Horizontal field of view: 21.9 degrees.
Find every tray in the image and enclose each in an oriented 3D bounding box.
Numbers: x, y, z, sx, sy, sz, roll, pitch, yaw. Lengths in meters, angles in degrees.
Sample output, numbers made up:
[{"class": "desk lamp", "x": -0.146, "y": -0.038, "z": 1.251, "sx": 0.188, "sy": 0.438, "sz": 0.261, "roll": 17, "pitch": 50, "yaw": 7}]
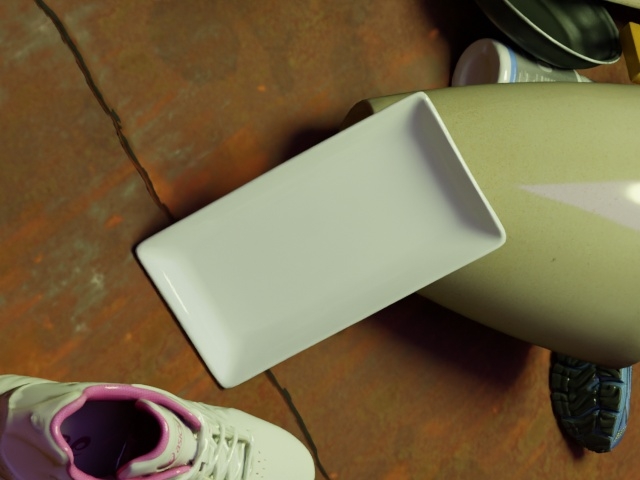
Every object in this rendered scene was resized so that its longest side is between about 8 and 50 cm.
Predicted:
[{"class": "tray", "x": 0.000, "y": 0.000, "z": 1.333, "sx": 0.145, "sy": 0.270, "sz": 0.030, "roll": 59, "pitch": 13, "yaw": -12}]

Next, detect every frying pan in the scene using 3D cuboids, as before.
[{"class": "frying pan", "x": 0.225, "y": -0.253, "z": 1.613, "sx": 0.197, "sy": 0.053, "sz": 0.326, "roll": 43, "pitch": 29, "yaw": 1}]

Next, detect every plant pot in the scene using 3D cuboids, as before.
[{"class": "plant pot", "x": 0.151, "y": -0.033, "z": 1.437, "sx": 0.274, "sy": 0.256, "sz": 0.257, "roll": 10, "pitch": 76, "yaw": -17}]

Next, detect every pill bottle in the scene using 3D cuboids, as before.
[{"class": "pill bottle", "x": 0.199, "y": -0.138, "z": 1.565, "sx": 0.137, "sy": 0.078, "sz": 0.078, "roll": 14, "pitch": 75, "yaw": -34}]

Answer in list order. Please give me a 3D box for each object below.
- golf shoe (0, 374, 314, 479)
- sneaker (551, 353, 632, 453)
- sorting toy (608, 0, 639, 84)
[{"class": "golf shoe", "x": -0.115, "y": 0.169, "z": 1.254, "sx": 0.306, "sy": 0.140, "sz": 0.115, "roll": 12, "pitch": 74, "yaw": -35}, {"class": "sneaker", "x": 0.281, "y": 0.095, "z": 1.590, "sx": 0.087, "sy": 0.083, "sz": 0.221, "roll": 14, "pitch": 78, "yaw": -41}, {"class": "sorting toy", "x": 0.347, "y": -0.270, "z": 1.633, "sx": 0.229, "sy": 0.041, "sz": 0.307, "roll": 13, "pitch": 52, "yaw": -26}]
